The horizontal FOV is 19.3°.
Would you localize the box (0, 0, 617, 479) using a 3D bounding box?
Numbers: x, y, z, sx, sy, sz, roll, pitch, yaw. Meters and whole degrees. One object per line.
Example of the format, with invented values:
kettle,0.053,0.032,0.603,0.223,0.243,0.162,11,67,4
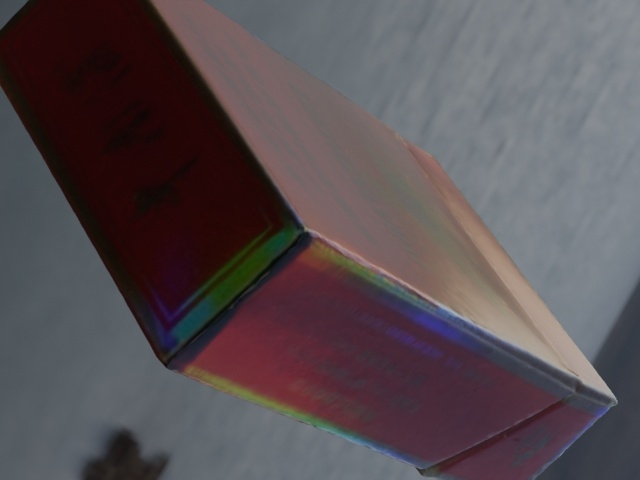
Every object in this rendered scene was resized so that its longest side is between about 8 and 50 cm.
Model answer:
box,-0.001,0.001,0.501,0.048,0.112,0.175,-43,145,13
